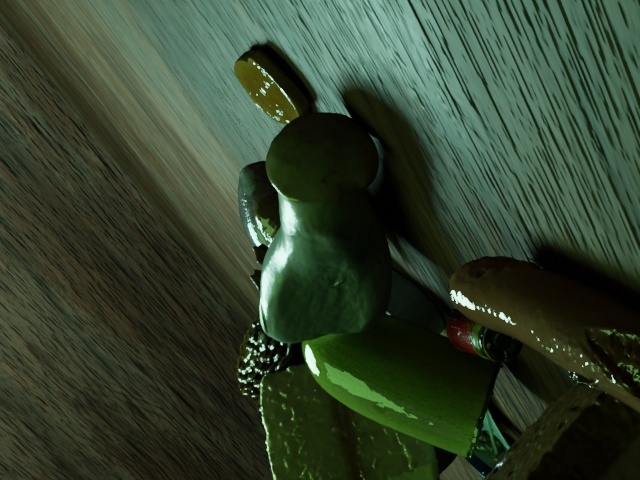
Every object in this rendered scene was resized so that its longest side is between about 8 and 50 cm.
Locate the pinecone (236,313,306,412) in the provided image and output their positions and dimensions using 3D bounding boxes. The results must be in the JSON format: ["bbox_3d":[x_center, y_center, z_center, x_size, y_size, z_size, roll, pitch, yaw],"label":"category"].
[{"bbox_3d":[-0.012,0.236,1.968,0.292,0.246,0.246,41,172,-18],"label":"pinecone"}]

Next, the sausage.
[{"bbox_3d":[0.221,0.082,0.861,0.326,0.079,0.087,32,151,51],"label":"sausage"}]

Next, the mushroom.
[{"bbox_3d":[0.000,0.000,1.173,0.122,0.159,0.329,47,162,28],"label":"mushroom"}]

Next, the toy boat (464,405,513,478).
[{"bbox_3d":[0.218,0.255,1.588,0.220,0.067,0.291,39,164,41],"label":"toy boat"}]

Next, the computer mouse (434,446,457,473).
[{"bbox_3d":[0.200,0.331,1.933,0.126,0.071,0.231,57,168,40],"label":"computer mouse"}]

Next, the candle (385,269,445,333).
[{"bbox_3d":[0.084,0.088,1.465,0.192,0.068,0.168,43,165,27],"label":"candle"}]

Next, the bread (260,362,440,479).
[{"bbox_3d":[0.050,0.326,1.739,0.198,0.263,0.236,69,-173,-55],"label":"bread"}]

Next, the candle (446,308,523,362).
[{"bbox_3d":[0.174,0.101,1.198,0.052,0.052,0.130,49,171,-11],"label":"candle"}]

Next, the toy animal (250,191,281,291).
[{"bbox_3d":[0.004,-0.003,1.329,0.188,0.179,0.089,30,-148,-26],"label":"toy animal"}]

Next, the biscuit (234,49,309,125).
[{"bbox_3d":[-0.046,-0.158,1.188,0.118,0.023,0.140,50,169,-19],"label":"biscuit"}]

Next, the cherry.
[{"bbox_3d":[-0.069,-0.050,1.457,0.148,0.115,0.188,31,-174,-33],"label":"cherry"}]

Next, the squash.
[{"bbox_3d":[0.088,0.160,1.318,0.247,0.133,0.132,20,163,12],"label":"squash"}]

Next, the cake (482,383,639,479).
[{"bbox_3d":[0.302,0.290,1.031,0.293,0.196,0.199,41,171,8],"label":"cake"}]
